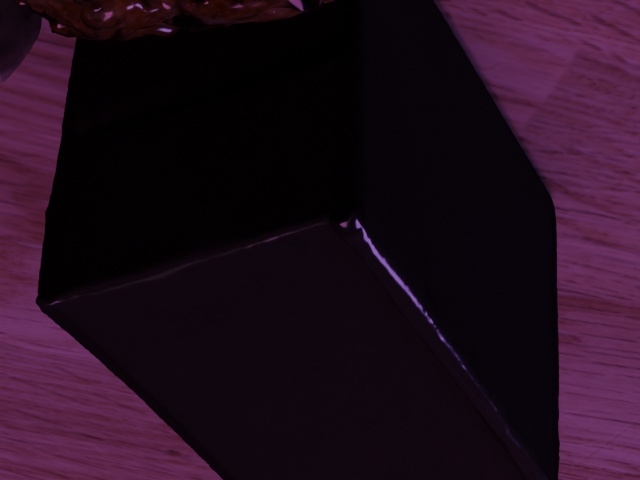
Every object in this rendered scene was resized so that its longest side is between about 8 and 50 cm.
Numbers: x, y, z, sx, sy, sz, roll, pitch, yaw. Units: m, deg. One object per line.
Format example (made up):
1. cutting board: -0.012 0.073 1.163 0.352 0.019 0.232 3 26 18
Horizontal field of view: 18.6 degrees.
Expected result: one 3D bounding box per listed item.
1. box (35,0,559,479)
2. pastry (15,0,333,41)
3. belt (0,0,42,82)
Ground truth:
1. box: 0.001 0.000 1.230 0.204 0.251 0.345 -13 142 21
2. pastry: -0.062 -0.203 0.987 0.275 0.275 0.193 -9 101 16
3. belt: -0.282 -0.177 1.017 0.115 0.227 0.324 -19 138 31
